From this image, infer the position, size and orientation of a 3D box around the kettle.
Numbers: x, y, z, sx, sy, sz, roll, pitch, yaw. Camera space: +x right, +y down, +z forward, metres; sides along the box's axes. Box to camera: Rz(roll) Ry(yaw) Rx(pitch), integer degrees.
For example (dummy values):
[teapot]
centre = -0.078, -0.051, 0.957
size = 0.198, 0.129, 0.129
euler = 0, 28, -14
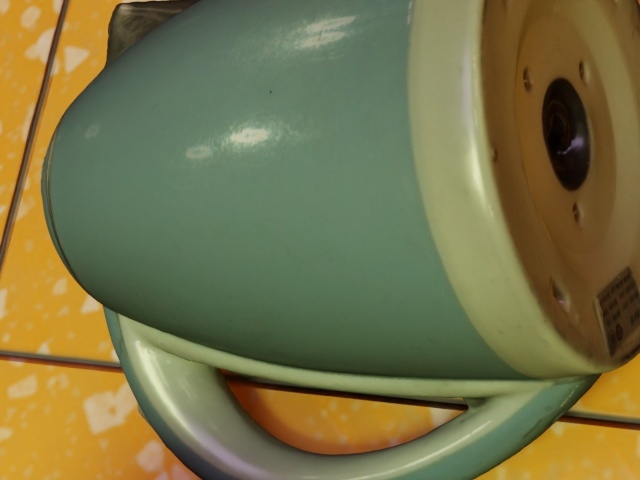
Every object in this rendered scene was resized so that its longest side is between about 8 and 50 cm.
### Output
[kettle]
centre = 0.000, 0.000, 0.890
size = 0.342, 0.247, 0.319
euler = -9, 93, 32
